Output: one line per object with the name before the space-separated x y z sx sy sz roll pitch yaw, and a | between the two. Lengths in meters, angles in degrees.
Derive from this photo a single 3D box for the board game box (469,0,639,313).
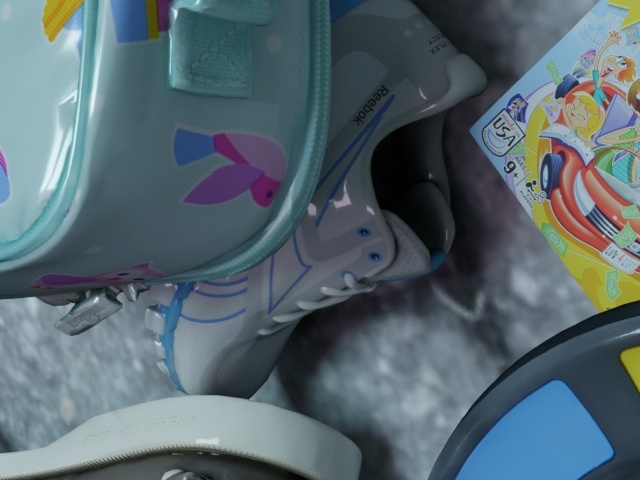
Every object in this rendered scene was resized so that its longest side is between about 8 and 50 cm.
board game box | 0.122 -0.002 0.468 0.154 0.026 0.103 55 135 11

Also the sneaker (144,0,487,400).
sneaker | 0.000 0.000 0.559 0.083 0.071 0.190 37 130 19

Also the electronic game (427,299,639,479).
electronic game | 0.129 0.117 0.431 0.229 0.048 0.229 13 120 24

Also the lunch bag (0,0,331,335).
lunch bag | -0.091 -0.110 0.518 0.224 0.108 0.279 -7 82 43

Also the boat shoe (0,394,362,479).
boat shoe | -0.112 0.147 0.680 0.324 0.116 0.096 -21 51 44
